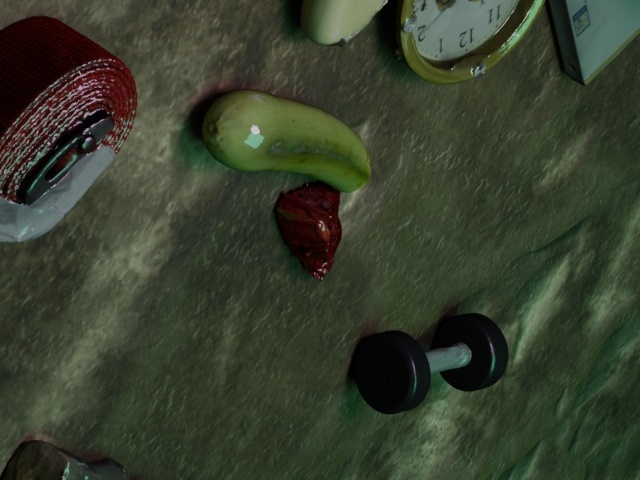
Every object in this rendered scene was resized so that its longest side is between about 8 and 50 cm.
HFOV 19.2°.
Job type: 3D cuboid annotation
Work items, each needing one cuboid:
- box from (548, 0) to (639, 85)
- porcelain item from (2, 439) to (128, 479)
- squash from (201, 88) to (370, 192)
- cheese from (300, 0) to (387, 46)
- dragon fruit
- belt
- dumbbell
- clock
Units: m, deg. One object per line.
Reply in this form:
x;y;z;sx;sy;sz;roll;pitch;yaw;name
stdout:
0.374;-0.336;2.256;0.270;0.045;0.211;-45;144;-15;box
-0.243;0.265;1.994;0.081;0.069;0.216;-62;150;0;porcelain item
-0.032;-0.101;1.935;0.250;0.083;0.083;11;109;-57;squash
0.043;-0.294;1.825;0.127;0.050;0.255;-39;160;-27;cheese
0.002;0.001;2.066;0.097;0.063;0.131;-27;136;-35;dragon fruit
-0.250;-0.091;1.637;0.201;0.124;0.128;-48;143;-12;belt
0.136;0.148;2.315;0.191;0.100;0.100;-8;124;-47;dumbbell
0.158;-0.280;2.034;0.237;0.057;0.237;-29;137;-31;clock
